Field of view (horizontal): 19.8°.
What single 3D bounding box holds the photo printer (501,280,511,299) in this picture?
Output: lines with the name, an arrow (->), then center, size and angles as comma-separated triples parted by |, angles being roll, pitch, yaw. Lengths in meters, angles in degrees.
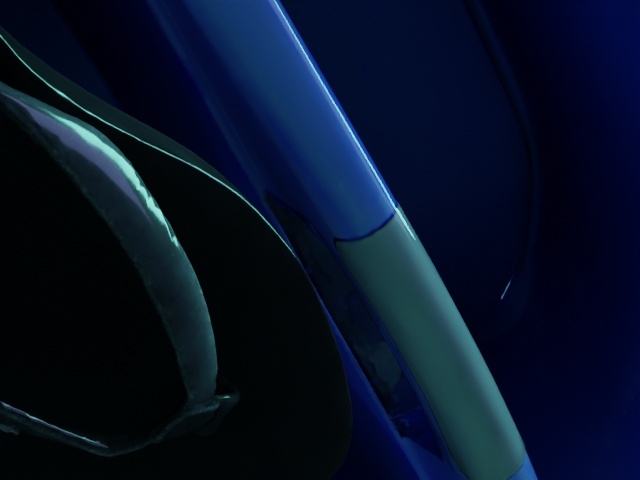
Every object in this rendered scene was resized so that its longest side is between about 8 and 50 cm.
photo printer -> 0.076, 0.088, 0.780 | 0.256, 0.307, 0.107 | 58, -5, -4

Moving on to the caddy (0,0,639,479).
caddy -> 0.000, 0.000, 0.543 | 0.341, 0.241, 0.179 | 60, -9, -32

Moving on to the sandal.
sandal -> -0.078, -0.005, 0.369 | 0.254, 0.097, 0.054 | 48, 2, -38
